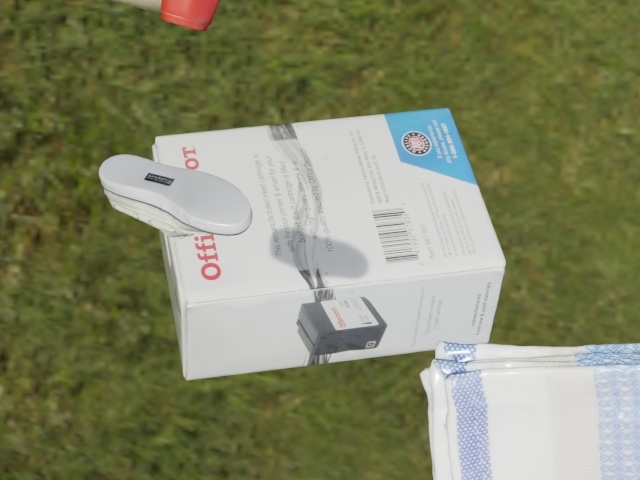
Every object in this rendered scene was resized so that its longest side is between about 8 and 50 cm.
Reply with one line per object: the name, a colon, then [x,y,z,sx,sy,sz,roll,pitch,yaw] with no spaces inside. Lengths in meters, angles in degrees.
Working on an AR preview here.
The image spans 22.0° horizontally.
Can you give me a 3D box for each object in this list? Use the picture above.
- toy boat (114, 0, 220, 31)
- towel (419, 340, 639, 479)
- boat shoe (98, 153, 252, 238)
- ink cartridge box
toy boat: [-0.166,-0.290,1.520,0.267,0.318,0.148,10,99,-38]
towel: [0.194,0.149,0.791,0.034,0.285,0.209,-43,130,-72]
boat shoe: [-0.082,-0.019,0.943,0.035,0.100,0.035,-56,152,-37]
ink cartridge box: [0.000,0.000,1.618,0.307,0.223,0.129,-6,139,-10]
